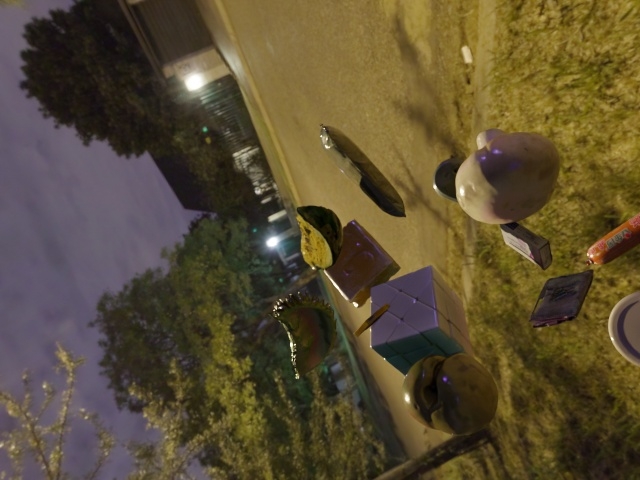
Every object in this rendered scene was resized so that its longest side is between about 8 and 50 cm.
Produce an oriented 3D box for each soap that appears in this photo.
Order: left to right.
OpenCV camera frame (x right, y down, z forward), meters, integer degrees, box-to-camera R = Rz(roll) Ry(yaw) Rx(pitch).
[{"bbox_3d":[0.174,0.109,2.060,0.335,0.293,0.156,52,-172,36],"label":"soap"}]

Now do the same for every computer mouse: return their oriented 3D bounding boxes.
[{"bbox_3d":[0.693,-0.274,2.052,0.330,0.197,0.095,20,-165,-14],"label":"computer mouse"}]

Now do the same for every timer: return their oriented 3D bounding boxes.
[{"bbox_3d":[0.813,0.206,0.993,0.175,0.265,0.176,-9,78,48],"label":"timer"}]

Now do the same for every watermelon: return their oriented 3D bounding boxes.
[{"bbox_3d":[0.000,0.000,1.245,0.301,0.128,0.123,88,-164,-59],"label":"watermelon"}]

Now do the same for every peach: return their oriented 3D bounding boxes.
[{"bbox_3d":[0.415,0.489,1.355,0.292,0.291,0.248,74,-168,-56],"label":"peach"}]

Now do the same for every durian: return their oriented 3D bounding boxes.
[{"bbox_3d":[-0.042,0.289,1.328,0.169,0.158,0.352,-61,-30,-44],"label":"durian"}]

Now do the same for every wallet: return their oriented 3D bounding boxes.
[{"bbox_3d":[0.560,0.134,0.982,0.030,0.166,0.111,50,146,-8],"label":"wallet"}]

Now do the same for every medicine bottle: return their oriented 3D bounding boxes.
[{"bbox_3d":[0.796,0.006,1.647,0.201,0.052,0.171,49,-179,43],"label":"medicine bottle"}]

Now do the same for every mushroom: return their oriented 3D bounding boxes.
[{"bbox_3d":[0.655,-0.228,1.466,0.325,0.353,0.354,2,121,54],"label":"mushroom"}]

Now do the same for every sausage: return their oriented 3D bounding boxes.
[{"bbox_3d":[1.121,-0.008,1.570,0.312,0.092,0.093,-48,60,36],"label":"sausage"}]

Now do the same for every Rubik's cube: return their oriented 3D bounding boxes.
[{"bbox_3d":[0.421,0.353,1.818,0.316,0.321,0.319,44,-146,-33],"label":"Rubik's cube"}]

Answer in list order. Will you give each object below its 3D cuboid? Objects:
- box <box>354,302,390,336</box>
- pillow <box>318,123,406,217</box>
[{"bbox_3d":[0.188,0.285,1.531,0.023,0.155,0.087,43,129,18],"label":"box"},{"bbox_3d":[0.102,-0.184,1.104,0.302,0.075,0.185,45,-170,-15],"label":"pillow"}]
